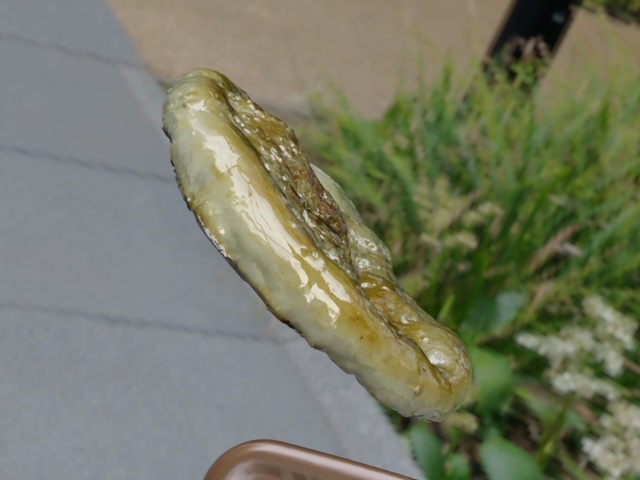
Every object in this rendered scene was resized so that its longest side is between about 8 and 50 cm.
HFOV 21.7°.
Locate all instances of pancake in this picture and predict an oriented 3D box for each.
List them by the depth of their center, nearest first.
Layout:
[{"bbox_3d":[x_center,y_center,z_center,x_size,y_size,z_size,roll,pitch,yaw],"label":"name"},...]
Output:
[{"bbox_3d":[0.000,0.000,1.424,0.387,0.082,0.387,50,10,-12],"label":"pancake"}]

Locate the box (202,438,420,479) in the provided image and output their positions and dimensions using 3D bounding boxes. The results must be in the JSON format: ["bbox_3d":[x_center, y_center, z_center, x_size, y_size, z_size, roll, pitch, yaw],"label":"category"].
[{"bbox_3d":[0.000,0.333,1.150,0.239,0.339,0.229,14,-22,17],"label":"box"}]
